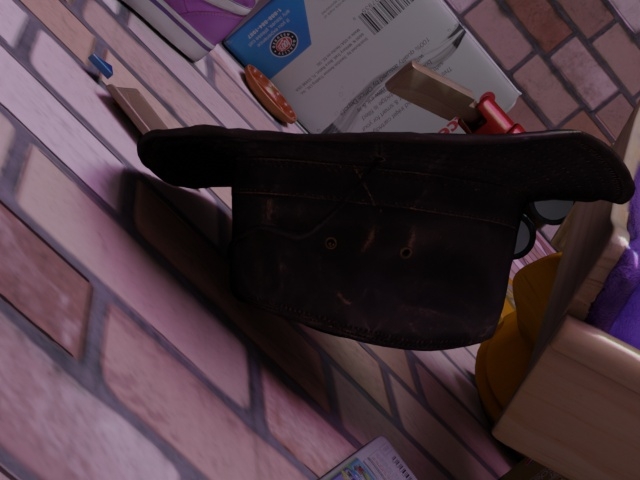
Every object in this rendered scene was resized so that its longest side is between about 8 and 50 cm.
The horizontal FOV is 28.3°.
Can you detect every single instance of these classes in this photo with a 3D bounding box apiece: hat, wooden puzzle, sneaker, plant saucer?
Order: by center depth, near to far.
[{"bbox_3d":[0.039,0.007,0.850,0.331,0.331,0.133,21,71,-67],"label":"hat"},{"bbox_3d":[-0.130,-0.086,0.951,0.116,0.014,0.078,53,8,11],"label":"wooden puzzle"},{"bbox_3d":[-0.147,-0.298,1.176,0.282,0.161,0.102,33,22,-51],"label":"sneaker"},{"bbox_3d":[-0.059,-0.164,1.440,0.083,0.013,0.083,47,12,-13],"label":"plant saucer"}]

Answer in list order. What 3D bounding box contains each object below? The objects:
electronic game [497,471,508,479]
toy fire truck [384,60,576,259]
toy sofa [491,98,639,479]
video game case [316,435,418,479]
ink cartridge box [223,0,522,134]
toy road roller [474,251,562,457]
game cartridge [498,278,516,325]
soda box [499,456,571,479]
[{"bbox_3d":[0.218,0.281,1.020,0.229,0.048,0.229,40,20,-17],"label":"electronic game"},{"bbox_3d":[0.146,-0.077,1.438,0.246,0.217,0.158,49,13,-2],"label":"toy fire truck"},{"bbox_3d":[0.265,0.038,1.001,0.150,0.177,0.362,29,29,3],"label":"toy sofa"},{"bbox_3d":[0.072,0.218,0.742,0.212,0.023,0.193,53,12,9],"label":"video game case"},{"bbox_3d":[0.059,-0.228,1.556,0.307,0.223,0.129,44,13,-28],"label":"ink cartridge box"},{"bbox_3d":[0.312,0.103,1.253,0.202,0.330,0.240,60,-7,37],"label":"toy road roller"},{"bbox_3d":[0.273,0.132,1.671,0.324,0.053,0.285,38,17,-48],"label":"game cartridge"},{"bbox_3d":[0.217,0.232,0.954,0.181,0.058,0.061,42,20,-13],"label":"soda box"}]
